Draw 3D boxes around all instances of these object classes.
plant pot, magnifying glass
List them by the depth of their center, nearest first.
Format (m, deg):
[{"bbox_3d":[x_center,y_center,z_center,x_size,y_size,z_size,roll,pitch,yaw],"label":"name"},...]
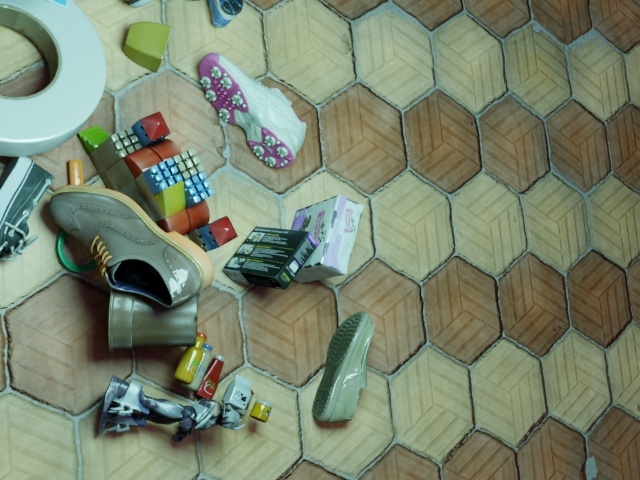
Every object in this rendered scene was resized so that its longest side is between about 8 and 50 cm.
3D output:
[{"bbox_3d":[-0.323,0.142,1.724,0.165,0.167,0.166,3,79,-8],"label":"plant pot"},{"bbox_3d":[-0.490,-0.049,1.772,0.092,0.026,0.230,-1,84,-30],"label":"magnifying glass"},{"bbox_3d":[-0.374,-0.420,1.872,0.083,0.081,0.081,16,74,-15],"label":"plant pot"}]

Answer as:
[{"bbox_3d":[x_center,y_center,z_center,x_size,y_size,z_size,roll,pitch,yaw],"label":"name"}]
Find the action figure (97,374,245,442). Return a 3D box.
[{"bbox_3d":[-0.290,0.348,1.742,0.285,0.185,0.099,10,59,-12],"label":"action figure"}]

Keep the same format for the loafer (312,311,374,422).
[{"bbox_3d":[0.065,0.293,2.000,0.092,0.102,0.268,27,78,-25],"label":"loafer"}]

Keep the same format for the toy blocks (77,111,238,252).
[{"bbox_3d":[-0.312,-0.095,1.739,0.191,0.261,0.381,-30,96,-33],"label":"toy blocks"}]

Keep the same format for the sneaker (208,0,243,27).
[{"bbox_3d":[-0.227,-0.577,1.987,0.080,0.081,0.211,13,58,-27],"label":"sneaker"}]

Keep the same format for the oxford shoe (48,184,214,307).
[{"bbox_3d":[-0.382,0.007,1.652,0.364,0.129,0.133,26,36,15],"label":"oxford shoe"}]

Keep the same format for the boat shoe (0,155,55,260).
[{"bbox_3d":[-0.596,-0.017,1.655,0.105,0.113,0.306,35,51,-27],"label":"boat shoe"}]

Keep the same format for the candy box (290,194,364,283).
[{"bbox_3d":[0.000,0.000,1.948,0.070,0.196,0.164,24,70,-25],"label":"candy box"}]

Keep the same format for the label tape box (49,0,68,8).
[{"bbox_3d":[-0.606,-0.569,1.666,0.249,0.115,0.347,13,52,-29],"label":"label tape box"}]

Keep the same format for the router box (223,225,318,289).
[{"bbox_3d":[-0.109,0.035,1.887,0.133,0.179,0.046,-54,128,-25],"label":"router box"}]

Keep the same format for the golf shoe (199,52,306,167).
[{"bbox_3d":[-0.149,-0.309,1.977,0.306,0.115,0.140,51,51,-21],"label":"golf shoe"}]

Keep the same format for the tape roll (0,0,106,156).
[{"bbox_3d":[-0.611,-0.348,1.683,0.392,0.072,0.391,12,66,-28],"label":"tape roll"}]

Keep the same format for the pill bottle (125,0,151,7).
[{"bbox_3d":[-0.412,-0.603,1.827,0.117,0.117,0.215,-52,124,-26],"label":"pill bottle"}]

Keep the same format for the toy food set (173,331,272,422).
[{"bbox_3d":[-0.198,0.287,1.833,0.232,0.111,0.104,31,68,-22],"label":"toy food set"}]
